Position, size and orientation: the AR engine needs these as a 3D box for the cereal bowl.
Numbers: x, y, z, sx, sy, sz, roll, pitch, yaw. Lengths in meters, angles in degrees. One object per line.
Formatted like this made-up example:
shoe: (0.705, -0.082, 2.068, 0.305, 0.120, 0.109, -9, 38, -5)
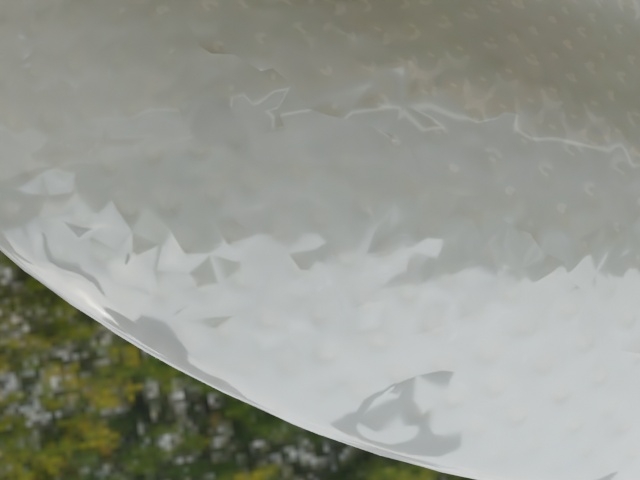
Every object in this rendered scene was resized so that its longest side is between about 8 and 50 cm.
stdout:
cereal bowl: (0.027, -0.073, 0.557, 0.339, 0.141, 0.339, 23, -158, -10)
